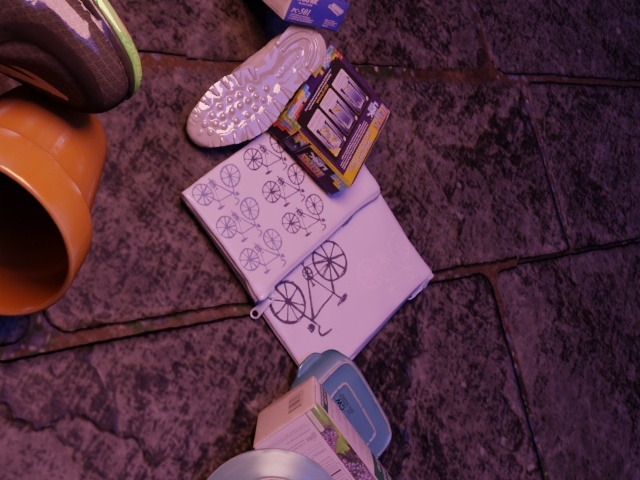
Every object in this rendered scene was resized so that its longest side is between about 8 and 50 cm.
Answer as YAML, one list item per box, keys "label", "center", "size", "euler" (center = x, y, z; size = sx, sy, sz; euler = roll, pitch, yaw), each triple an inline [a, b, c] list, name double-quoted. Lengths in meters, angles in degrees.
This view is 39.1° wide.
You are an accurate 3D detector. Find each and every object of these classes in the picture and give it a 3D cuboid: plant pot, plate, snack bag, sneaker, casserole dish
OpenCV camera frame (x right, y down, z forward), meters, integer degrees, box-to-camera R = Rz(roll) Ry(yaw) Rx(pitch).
- label: "plant pot"
  center: [-0.314, -0.060, 0.925]
  size: [0.205, 0.205, 0.188]
  euler: [44, 35, -21]
- label: "plate"
  center: [-0.058, 0.335, 1.037]
  size: [0.188, 0.024, 0.188]
  euler: [0, 87, -8]
- label: "snack bag"
  center: [0.000, 0.000, 1.266]
  size: [0.323, 0.037, 0.343]
  euler: [-41, 103, -42]
- label: "sneaker"
  center: [-0.396, -0.214, 0.800]
  size: [0.482, 0.185, 0.202]
  euler: [22, 63, -23]
- label: "sneaker"
  center: [-0.093, -0.203, 1.230]
  size: [0.235, 0.094, 0.090]
  euler: [-42, 109, -21]
- label: "casserole dish"
  center: [0.034, 0.232, 1.195]
  size: [0.114, 0.037, 0.188]
  euler: [-41, 109, -34]

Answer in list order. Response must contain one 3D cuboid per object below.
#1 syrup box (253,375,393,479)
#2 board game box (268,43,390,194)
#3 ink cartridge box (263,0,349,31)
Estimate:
- label: "syrup box"
  center: [0.023, 0.298, 1.118]
  size: [0.237, 0.096, 0.093]
  euler: [53, 9, -12]
- label: "board game box"
  center: [0.015, -0.174, 1.286]
  size: [0.141, 0.048, 0.170]
  euler: [46, 49, -22]
- label: "ink cartridge box"
  center: [-0.056, -0.364, 1.259]
  size: [0.097, 0.046, 0.207]
  euler: [1, 36, -40]
